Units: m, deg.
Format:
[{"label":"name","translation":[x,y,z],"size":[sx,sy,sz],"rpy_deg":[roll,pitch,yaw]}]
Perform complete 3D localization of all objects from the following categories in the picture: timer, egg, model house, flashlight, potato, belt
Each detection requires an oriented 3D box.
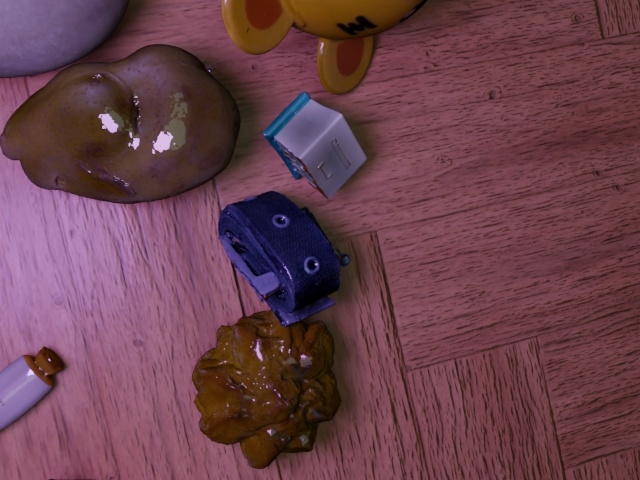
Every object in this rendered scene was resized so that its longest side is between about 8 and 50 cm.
[{"label":"timer","translation":[0.026,-0.424,1.045],"size":[0.376,0.376,0.387],"rpy_deg":[17,95,-11]},{"label":"egg","translation":[-0.441,-0.356,0.987],"size":[0.352,0.258,0.258],"rpy_deg":[-3,91,-7]},{"label":"model house","translation":[-0.021,-0.159,1.142],"size":[0.100,0.149,0.127],"rpy_deg":[-45,141,-7]},{"label":"flashlight","translation":[0.000,0.000,1.189],"size":[0.057,0.035,0.121],"rpy_deg":[-32,97,-9]},{"label":"potato","translation":[-0.293,-0.162,1.055],"size":[0.351,0.202,0.218],"rpy_deg":[-11,104,2]},{"label":"belt","translation":[-0.078,0.018,1.088],"size":[0.128,0.122,0.218],"rpy_deg":[-21,51,-29]}]

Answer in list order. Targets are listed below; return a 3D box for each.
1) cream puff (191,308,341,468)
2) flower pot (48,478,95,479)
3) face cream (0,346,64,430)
[{"label":"cream puff","translation":[-0.077,0.228,1.114],"size":[0.244,0.196,0.244],"rpy_deg":[2,114,4]},{"label":"flower pot","translation":[-0.359,0.481,1.030],"size":[0.209,0.239,0.189],"rpy_deg":[37,84,21]},{"label":"face cream","translation":[-0.474,0.237,1.085],"size":[0.182,0.051,0.072],"rpy_deg":[-42,97,-8]}]
